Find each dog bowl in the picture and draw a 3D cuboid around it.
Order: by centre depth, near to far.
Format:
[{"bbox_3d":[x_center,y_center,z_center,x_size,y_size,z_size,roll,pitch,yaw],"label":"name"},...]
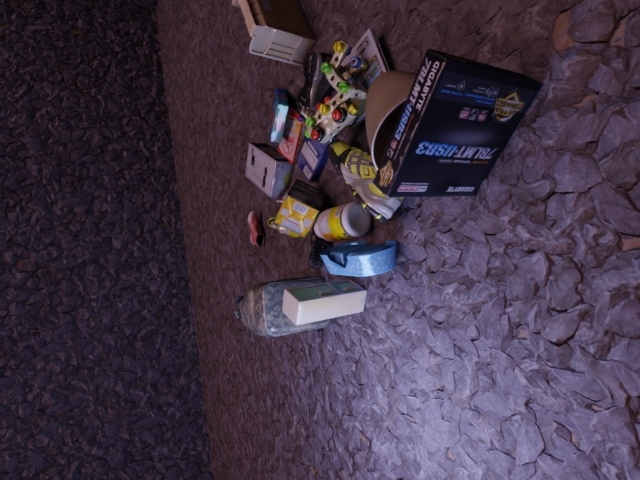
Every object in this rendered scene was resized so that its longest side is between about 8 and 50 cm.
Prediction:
[{"bbox_3d":[0.122,0.057,1.341,0.297,0.166,0.073,0,106,57],"label":"dog bowl"}]

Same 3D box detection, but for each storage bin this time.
[{"bbox_3d":[-0.180,-0.822,1.585,0.123,0.261,0.262,-43,59,46],"label":"storage bin"}]

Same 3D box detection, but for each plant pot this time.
[{"bbox_3d":[0.219,-0.327,1.085,0.273,0.257,0.256,-105,31,-45],"label":"plant pot"}]

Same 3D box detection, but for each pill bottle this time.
[{"bbox_3d":[0.067,-0.059,1.437,0.215,0.118,0.117,-11,85,57],"label":"pill bottle"}]

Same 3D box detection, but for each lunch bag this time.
[{"bbox_3d":[-0.152,0.259,1.647,0.256,0.306,0.212,-21,76,55],"label":"lunch bag"}]

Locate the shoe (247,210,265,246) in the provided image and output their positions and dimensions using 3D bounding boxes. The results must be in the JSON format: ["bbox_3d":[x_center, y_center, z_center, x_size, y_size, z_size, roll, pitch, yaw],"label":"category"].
[{"bbox_3d":[-0.312,-0.055,2.074,0.081,0.064,0.177,25,120,52],"label":"shoe"}]

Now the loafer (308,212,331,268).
[{"bbox_3d":[0.000,0.000,1.601,0.078,0.080,0.219,-138,58,-76],"label":"loafer"}]

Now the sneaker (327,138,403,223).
[{"bbox_3d":[0.149,-0.213,1.311,0.147,0.145,0.384,-42,49,13],"label":"sneaker"}]

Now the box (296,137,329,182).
[{"bbox_3d":[-0.017,-0.350,1.599,0.136,0.037,0.225,60,139,32],"label":"box"}]

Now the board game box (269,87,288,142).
[{"bbox_3d":[-0.174,-0.521,1.737,0.210,0.047,0.160,-100,23,-52],"label":"board game box"}]

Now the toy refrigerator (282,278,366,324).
[{"bbox_3d":[0.016,0.198,1.412,0.102,0.270,0.094,32,120,52],"label":"toy refrigerator"}]

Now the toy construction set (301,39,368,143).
[{"bbox_3d":[0.028,-0.436,1.329,0.328,0.151,0.214,-40,66,53],"label":"toy construction set"}]

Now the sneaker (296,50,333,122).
[{"bbox_3d":[-0.014,-0.543,1.513,0.100,0.108,0.271,56,144,31],"label":"sneaker"}]

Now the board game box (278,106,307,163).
[{"bbox_3d":[-0.108,-0.430,1.718,0.147,0.045,0.193,46,131,46],"label":"board game box"}]

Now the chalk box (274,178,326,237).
[{"bbox_3d":[-0.070,-0.132,1.573,0.132,0.133,0.213,-61,4,29],"label":"chalk box"}]

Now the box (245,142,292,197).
[{"bbox_3d":[-0.238,-0.322,1.896,0.290,0.087,0.169,40,126,48],"label":"box"}]

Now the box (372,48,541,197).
[{"bbox_3d":[0.291,-0.230,0.909,0.073,0.296,0.293,54,135,42],"label":"box"}]

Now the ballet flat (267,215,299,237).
[{"bbox_3d":[-0.158,-0.059,1.819,0.231,0.077,0.077,23,113,53],"label":"ballet flat"}]

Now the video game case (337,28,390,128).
[{"bbox_3d":[0.130,-0.501,1.321,0.227,0.026,0.206,-33,71,55],"label":"video game case"}]

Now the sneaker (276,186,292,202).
[{"bbox_3d":[-0.127,-0.192,1.782,0.158,0.061,0.064,-4,80,47],"label":"sneaker"}]
